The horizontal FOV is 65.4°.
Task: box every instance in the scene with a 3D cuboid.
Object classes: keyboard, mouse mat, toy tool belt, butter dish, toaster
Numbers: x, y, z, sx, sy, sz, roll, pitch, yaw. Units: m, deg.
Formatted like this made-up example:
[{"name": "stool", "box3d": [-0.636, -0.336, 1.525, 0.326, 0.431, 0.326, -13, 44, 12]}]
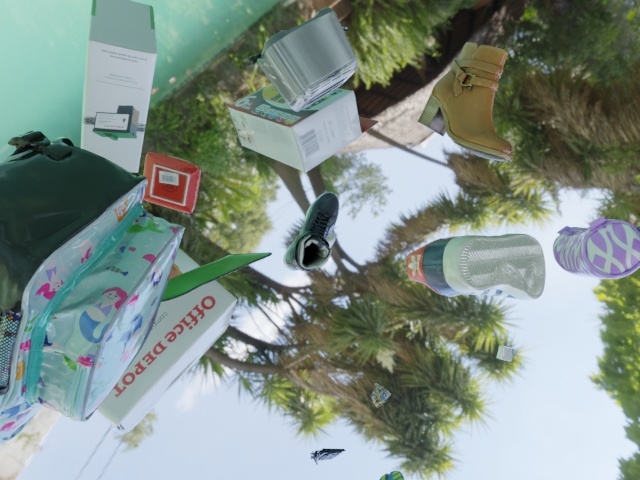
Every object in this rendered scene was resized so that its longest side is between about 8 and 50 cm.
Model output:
[{"name": "keyboard", "box3d": [0.016, 0.686, 1.568, 0.192, 0.100, 0.038, 105, -14, -58]}, {"name": "mouse mat", "box3d": [-0.184, 0.054, 0.771, 0.189, 0.007, 0.152, -26, -167, -36]}, {"name": "toy tool belt", "box3d": [0.161, 0.438, 1.414, 0.052, 0.051, 0.083, -46, 166, 20]}, {"name": "butter dish", "box3d": [-0.425, -0.184, 1.460, 0.118, 0.160, 0.160, -82, -171, -60]}, {"name": "toaster", "box3d": [-0.028, -0.383, 1.077, 0.227, 0.146, 0.129, -36, -173, -21]}]

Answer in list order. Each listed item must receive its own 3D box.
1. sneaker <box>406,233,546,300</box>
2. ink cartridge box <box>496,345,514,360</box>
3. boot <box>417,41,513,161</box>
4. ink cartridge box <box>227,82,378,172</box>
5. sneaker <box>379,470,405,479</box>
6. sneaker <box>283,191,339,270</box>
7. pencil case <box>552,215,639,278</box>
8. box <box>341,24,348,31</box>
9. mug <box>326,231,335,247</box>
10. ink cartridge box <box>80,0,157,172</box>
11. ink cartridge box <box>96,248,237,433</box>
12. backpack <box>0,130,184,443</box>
[{"name": "sneaker", "box3d": [0.304, 0.048, 0.960, 0.148, 0.350, 0.131, -7, -103, 49]}, {"name": "ink cartridge box", "box3d": [0.682, 0.418, 1.848, 0.028, 0.083, 0.048, 9, -97, 49]}, {"name": "boot", "box3d": [0.249, -0.218, 0.772, 0.197, 0.073, 0.152, 44, -69, 40]}, {"name": "ink cartridge box", "box3d": [-0.047, -0.336, 1.332, 0.271, 0.130, 0.309, -36, -140, -24]}, {"name": "sneaker", "box3d": [0.139, 0.473, 0.842, 0.067, 0.078, 0.188, -27, -172, 9]}, {"name": "sneaker", "box3d": [-0.001, -0.023, 1.217, 0.226, 0.086, 0.163, -62, -167, -9]}, {"name": "pencil case", "box3d": [0.416, 0.013, 0.763, 0.086, 0.088, 0.206, -39, 169, 7]}, {"name": "box", "box3d": [0.029, -0.629, 1.464, 0.083, 0.018, 0.067, 26, -150, 35]}, {"name": "mug", "box3d": [0.003, 0.002, 1.344, 0.078, 0.062, 0.064, -23, 166, -34]}, {"name": "ink cartridge box", "box3d": [-0.320, -0.240, 0.781, 0.219, 0.092, 0.160, 118, -34, -40]}, {"name": "ink cartridge box", "box3d": [-0.381, 0.098, 0.880, 0.279, 0.384, 0.160, -47, 176, -29]}, {"name": "backpack", "box3d": [-0.257, 0.058, 0.469, 0.254, 0.191, 0.225, -53, -169, 28]}]
